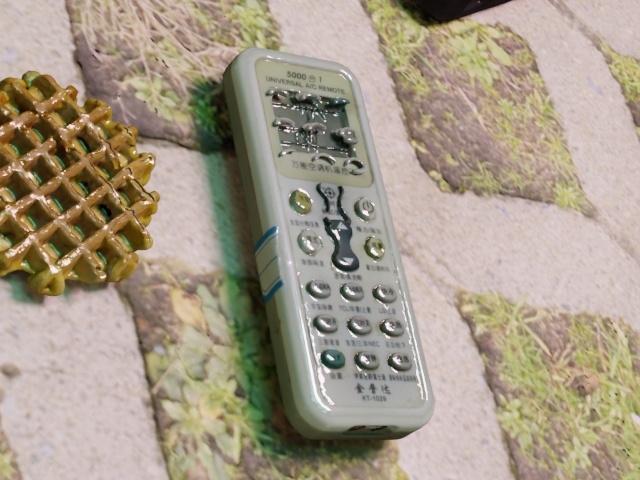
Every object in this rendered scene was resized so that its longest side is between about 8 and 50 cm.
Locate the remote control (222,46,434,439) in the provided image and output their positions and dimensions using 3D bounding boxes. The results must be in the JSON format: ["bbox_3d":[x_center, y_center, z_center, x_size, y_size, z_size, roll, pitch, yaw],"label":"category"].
[{"bbox_3d":[0.000,0.000,1.140,0.128,0.065,0.335,5,61,-32],"label":"remote control"}]

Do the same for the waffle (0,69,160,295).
[{"bbox_3d":[-0.200,-0.042,1.037,0.191,0.038,0.191,19,53,-27],"label":"waffle"}]

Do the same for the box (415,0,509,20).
[{"bbox_3d":[0.138,-0.373,1.468,0.290,0.073,0.289,-26,80,-43],"label":"box"}]
